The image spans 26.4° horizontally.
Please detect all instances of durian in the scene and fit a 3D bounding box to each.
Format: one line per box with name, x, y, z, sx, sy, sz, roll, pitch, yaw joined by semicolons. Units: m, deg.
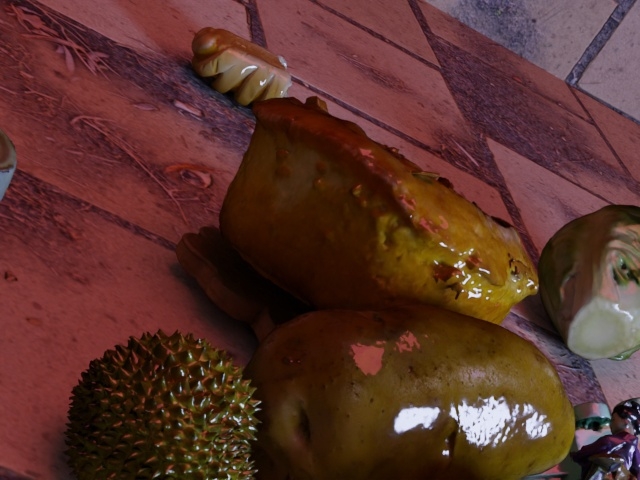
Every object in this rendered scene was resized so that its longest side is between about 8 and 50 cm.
durian;-0.128;0.156;1.123;0.159;0.146;0.198;20;23;-28

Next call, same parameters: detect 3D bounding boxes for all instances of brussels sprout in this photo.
brussels sprout;0.428;0.067;2.004;0.219;0.210;0.271;54;32;-11

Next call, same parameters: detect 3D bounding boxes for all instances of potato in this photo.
potato;0.087;0.165;1.285;0.369;0.176;0.195;2;63;-28

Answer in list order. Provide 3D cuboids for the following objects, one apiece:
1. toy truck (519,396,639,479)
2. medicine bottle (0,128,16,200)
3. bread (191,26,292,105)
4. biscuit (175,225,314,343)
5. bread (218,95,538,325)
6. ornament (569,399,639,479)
toy truck;0.253;0.253;1.459;0.259;0.135;0.128;1;58;-16
medicine bottle;-0.364;-0.051;1.214;0.147;0.143;0.147;34;19;-13
bread;-0.115;-0.252;2.034;0.177;0.084;0.119;28;22;-14
biscuit;-0.039;0.086;1.517;0.288;0.044;0.202;34;17;3
bread;0.051;-0.007;1.483;0.358;0.204;0.337;37;2;26
ornament;0.277;0.237;1.359;0.081;0.088;0.203;7;42;20
